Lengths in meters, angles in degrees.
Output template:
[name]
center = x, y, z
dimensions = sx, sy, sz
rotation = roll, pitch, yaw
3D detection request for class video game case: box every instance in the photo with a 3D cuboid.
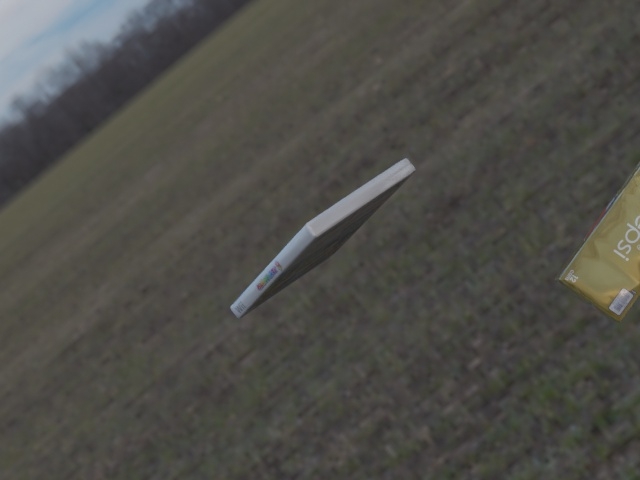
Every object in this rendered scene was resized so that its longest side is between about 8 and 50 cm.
[video game case]
center = 0.000, 0.000, 0.924
dimensions = 0.087, 0.011, 0.122
rotation = -34, -7, -34

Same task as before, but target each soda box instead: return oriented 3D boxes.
[soda box]
center = 0.256, -0.026, 1.183
dimensions = 0.181, 0.058, 0.061
rotation = -54, -5, 2
